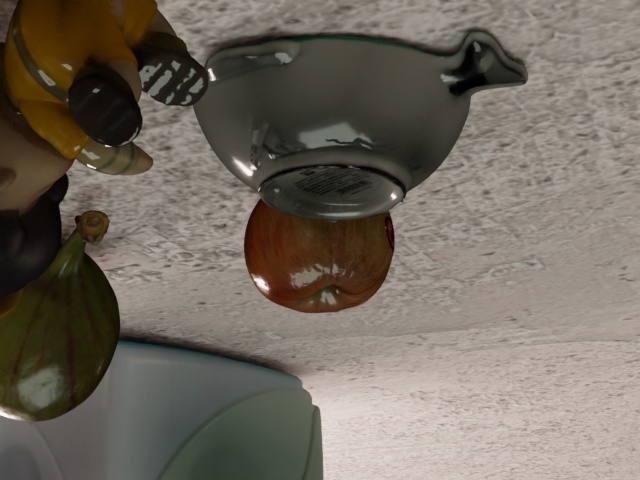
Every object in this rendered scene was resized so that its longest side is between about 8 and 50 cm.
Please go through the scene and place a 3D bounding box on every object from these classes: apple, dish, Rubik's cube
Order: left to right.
[{"bbox_3d":[-0.225,0.329,1.700,0.351,0.347,0.352,17,155,-40],"label":"Rubik's cube"},{"bbox_3d":[-0.002,0.001,1.148,0.126,0.102,0.126,-6,159,-2],"label":"apple"},{"bbox_3d":[0.021,-0.069,0.987,0.246,0.078,0.224,-13,156,30],"label":"dish"}]

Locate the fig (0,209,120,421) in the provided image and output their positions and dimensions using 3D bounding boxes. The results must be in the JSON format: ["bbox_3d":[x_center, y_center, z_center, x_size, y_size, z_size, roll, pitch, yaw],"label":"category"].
[{"bbox_3d":[-0.248,0.044,1.262,0.151,0.151,0.259,4,135,-12],"label":"fig"}]

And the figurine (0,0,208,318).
[{"bbox_3d":[-0.198,-0.070,0.859,0.167,0.192,0.257,37,120,-20],"label":"figurine"}]
